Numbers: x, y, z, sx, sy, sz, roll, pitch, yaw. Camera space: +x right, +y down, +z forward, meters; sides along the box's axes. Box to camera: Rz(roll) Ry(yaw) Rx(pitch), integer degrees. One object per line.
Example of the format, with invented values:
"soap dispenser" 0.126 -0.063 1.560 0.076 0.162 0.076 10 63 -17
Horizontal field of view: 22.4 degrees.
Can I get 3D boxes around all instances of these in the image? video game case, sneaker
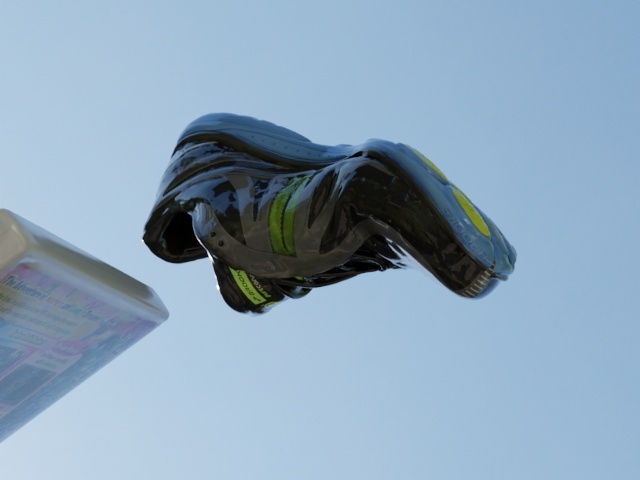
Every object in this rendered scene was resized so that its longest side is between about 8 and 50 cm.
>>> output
"video game case" -0.128 0.051 0.524 0.143 0.157 0.019 -37 -104 2
"sneaker" 0.000 0.000 0.627 0.188 0.078 0.067 13 -22 46
